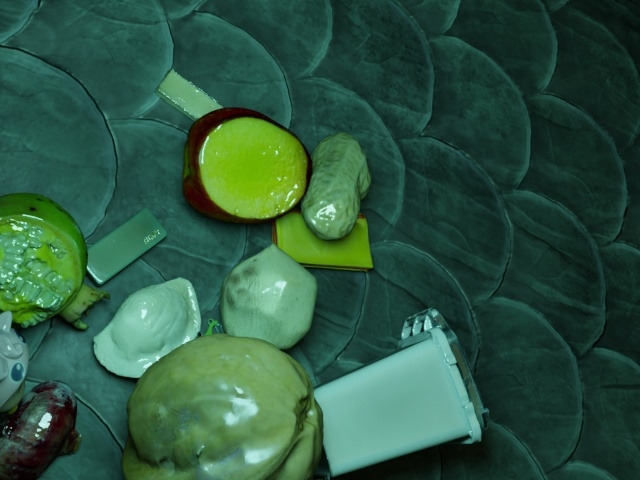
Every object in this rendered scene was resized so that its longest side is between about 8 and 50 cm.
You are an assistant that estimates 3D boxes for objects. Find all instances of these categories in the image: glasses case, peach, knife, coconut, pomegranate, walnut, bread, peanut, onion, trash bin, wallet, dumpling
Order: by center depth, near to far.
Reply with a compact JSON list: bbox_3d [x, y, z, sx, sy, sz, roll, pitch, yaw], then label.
[{"bbox_3d":[-0.177,0.351,1.566,0.384,0.383,0.383,7,72,-21],"label":"walnut"},{"bbox_3d":[-0.519,0.358,1.571,0.151,0.098,0.205,25,66,-13],"label":"onion"},{"bbox_3d":[-0.543,0.056,1.587,0.340,0.261,0.260,46,58,-40],"label":"pomegranate"},{"bbox_3d":[-0.329,0.178,1.689,0.166,0.126,0.216,49,46,6],"label":"dumpling"},{"bbox_3d":[-0.412,0.014,1.753,0.184,0.039,0.077,-40,92,-28],"label":"glasses case"},{"bbox_3d":[-0.274,0.221,1.759,0.166,0.022,0.078,-19,77,-27],"label":"knife"},{"bbox_3d":[-0.110,0.116,1.763,0.224,0.224,0.224,7,72,-21],"label":"coconut"},{"bbox_3d":[0.131,0.333,1.785,0.368,0.256,0.295,-17,83,-18],"label":"trash bin"},{"bbox_3d":[-0.157,-0.165,1.805,0.275,0.248,0.245,11,31,-14],"label":"peach"},{"bbox_3d":[0.034,-0.120,1.885,0.152,0.152,0.313,29,38,-13],"label":"peanut"},{"bbox_3d":[-0.296,-0.318,1.910,0.154,0.028,0.068,34,64,-11],"label":"bread"},{"bbox_3d":[0.000,0.000,1.924,0.241,0.067,0.141,5,68,-26],"label":"wallet"}]

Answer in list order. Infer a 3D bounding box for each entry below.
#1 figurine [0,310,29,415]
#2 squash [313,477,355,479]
[{"bbox_3d":[-0.623,0.248,1.501,0.186,0.287,0.176,34,24,-50],"label":"figurine"},{"bbox_3d":[0.032,0.547,1.741,0.187,0.123,0.123,15,69,-13],"label":"squash"}]
